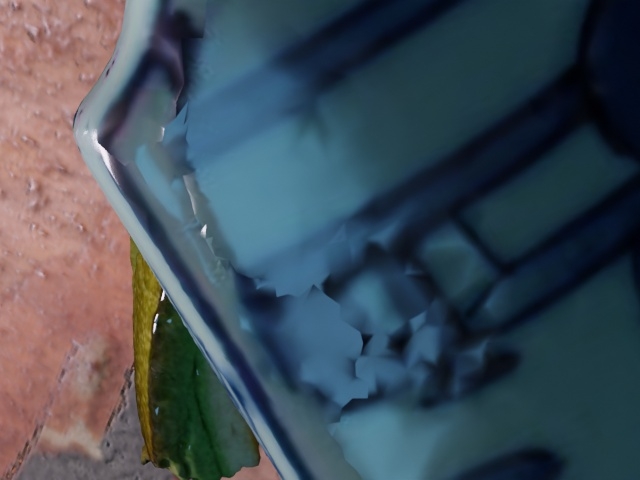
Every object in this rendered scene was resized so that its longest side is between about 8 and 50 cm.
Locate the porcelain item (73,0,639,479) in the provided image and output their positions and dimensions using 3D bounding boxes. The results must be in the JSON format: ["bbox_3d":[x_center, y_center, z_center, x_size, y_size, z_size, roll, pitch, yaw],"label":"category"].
[{"bbox_3d":[0.086,-0.032,0.467,0.281,0.157,0.286,-29,99,1],"label":"porcelain item"}]

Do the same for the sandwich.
[{"bbox_3d":[-0.002,0.008,0.616,0.160,0.109,0.185,6,116,-5],"label":"sandwich"}]
